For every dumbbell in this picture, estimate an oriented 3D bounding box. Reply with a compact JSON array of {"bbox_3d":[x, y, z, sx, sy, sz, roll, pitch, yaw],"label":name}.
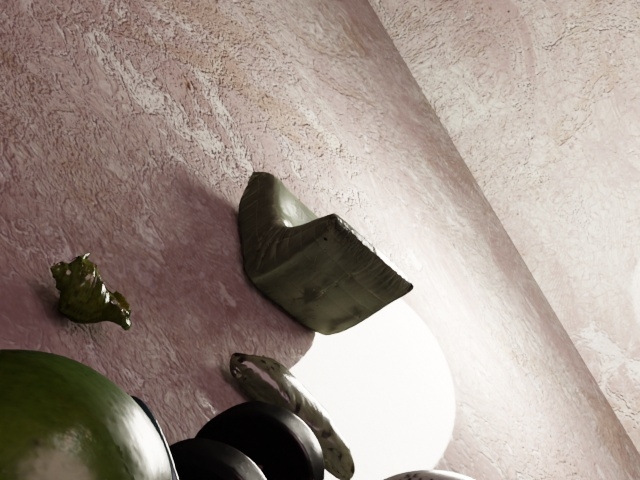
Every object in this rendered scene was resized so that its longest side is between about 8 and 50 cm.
[{"bbox_3d":[-0.096,0.265,1.398,0.152,0.152,0.218,56,19,4],"label":"dumbbell"}]

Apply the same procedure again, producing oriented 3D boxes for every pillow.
[{"bbox_3d":[-0.034,0.221,1.765,0.241,0.051,0.093,45,21,-18],"label":"pillow"}]

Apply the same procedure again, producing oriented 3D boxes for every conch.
[{"bbox_3d":[-0.256,0.055,1.485,0.121,0.074,0.089,36,37,-33],"label":"conch"}]

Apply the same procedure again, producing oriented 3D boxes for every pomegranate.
[{"bbox_3d":[-0.199,0.205,1.013,0.359,0.216,0.310,17,6,6],"label":"pomegranate"}]

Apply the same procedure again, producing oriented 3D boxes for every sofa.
[{"bbox_3d":[0.000,0.000,2.016,0.210,0.176,0.225,41,24,-33],"label":"sofa"}]

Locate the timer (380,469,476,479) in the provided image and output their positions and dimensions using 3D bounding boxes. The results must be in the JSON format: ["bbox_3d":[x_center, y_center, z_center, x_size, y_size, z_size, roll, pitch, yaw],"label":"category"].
[{"bbox_3d":[0.111,0.418,1.489,0.285,0.285,0.285,46,21,-24],"label":"timer"}]

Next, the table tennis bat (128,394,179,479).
[{"bbox_3d":[-0.149,0.304,1.213,0.044,0.215,0.329,-11,88,-25],"label":"table tennis bat"}]
